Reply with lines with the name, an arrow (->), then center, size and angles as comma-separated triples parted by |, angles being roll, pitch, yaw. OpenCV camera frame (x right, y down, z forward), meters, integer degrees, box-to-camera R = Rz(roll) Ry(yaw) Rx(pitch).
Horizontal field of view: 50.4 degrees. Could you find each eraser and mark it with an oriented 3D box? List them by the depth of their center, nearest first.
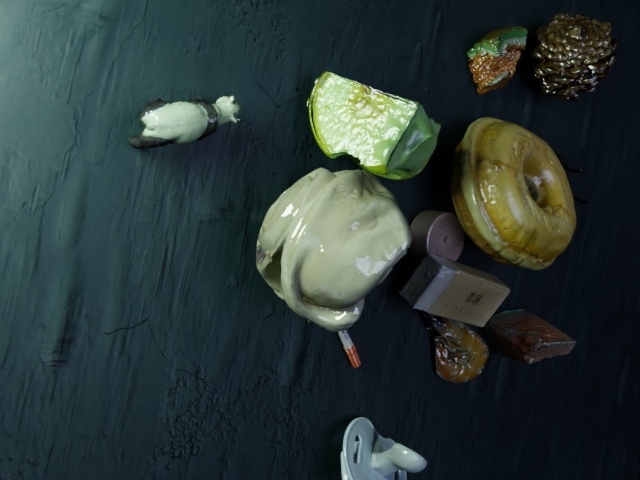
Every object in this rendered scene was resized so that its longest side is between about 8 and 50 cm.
eraser -> 0.365, 0.137, 1.819 | 0.343, 0.078, 0.144 | 17, 113, -44

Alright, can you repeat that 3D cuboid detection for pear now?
pear -> 0.130, -0.238, 1.566 | 0.282, 0.286, 0.176 | 12, 103, -65

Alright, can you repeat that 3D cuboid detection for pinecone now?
pinecone -> 0.718, -0.523, 1.973 | 0.243, 0.243, 0.257 | -25, 152, -33

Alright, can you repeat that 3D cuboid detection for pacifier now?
pacifier -> 0.173, 0.566, 1.693 | 0.279, 0.207, 0.227 | 45, 35, -32

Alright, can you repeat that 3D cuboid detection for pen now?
pen -> 0.050, 0.214, 1.676 | 0.028, 0.028, 0.239 | -35, 115, -29

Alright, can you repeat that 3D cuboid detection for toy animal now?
toy animal -> -0.257, -0.237, 1.327 | 0.225, 0.121, 0.094 | -15, 104, -37

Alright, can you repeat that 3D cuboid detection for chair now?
chair -> 0.728, -0.179, 2.107 | 0.213, 0.149, 0.174 | -69, 140, -65

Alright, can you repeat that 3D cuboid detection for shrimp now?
shrimp -> 0.360, 0.297, 1.906 | 0.317, 0.062, 0.164 | 42, 78, -32

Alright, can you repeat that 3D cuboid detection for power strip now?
power strip -> 0.306, -0.003, 1.811 | 0.154, 0.078, 0.154 | -9, 105, -37

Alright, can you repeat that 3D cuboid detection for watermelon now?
watermelon -> 0.614, 0.291, 1.973 | 0.193, 0.257, 0.140 | -13, 103, -28

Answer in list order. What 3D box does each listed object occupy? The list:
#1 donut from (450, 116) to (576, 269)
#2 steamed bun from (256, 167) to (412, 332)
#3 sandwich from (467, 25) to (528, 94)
donut -> 0.520, -0.129, 1.836 | 0.449, 0.198, 0.449 | 16, 65, -38
steamed bun -> 0.000, 0.000, 1.416 | 0.255, 0.367, 0.342 | 24, 99, -21
sandwich -> 0.501, -0.505, 1.878 | 0.185, 0.109, 0.160 | -29, 110, -31
